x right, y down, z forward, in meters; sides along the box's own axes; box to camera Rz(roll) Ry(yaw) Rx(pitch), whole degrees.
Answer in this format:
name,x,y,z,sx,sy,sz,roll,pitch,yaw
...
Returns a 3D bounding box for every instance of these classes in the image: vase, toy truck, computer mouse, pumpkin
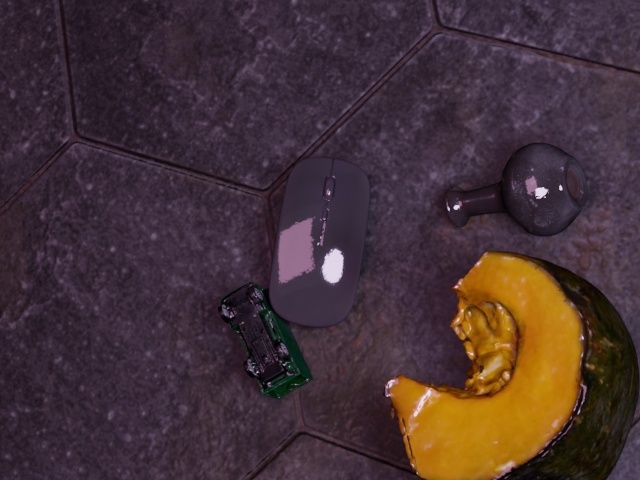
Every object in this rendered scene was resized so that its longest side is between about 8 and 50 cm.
name,x,y,z,sx,sy,sz,roll,pitch,yaw
vase,0.245,-0.058,1.982,0.183,0.120,0.120,-10,74,35
toy truck,-0.075,0.131,2.076,0.065,0.079,0.147,-31,69,14
computer mouse,0.000,0.000,2.074,0.120,0.057,0.232,11,81,-1
pumpkin,0.248,0.184,1.854,0.256,0.225,0.303,41,98,32
